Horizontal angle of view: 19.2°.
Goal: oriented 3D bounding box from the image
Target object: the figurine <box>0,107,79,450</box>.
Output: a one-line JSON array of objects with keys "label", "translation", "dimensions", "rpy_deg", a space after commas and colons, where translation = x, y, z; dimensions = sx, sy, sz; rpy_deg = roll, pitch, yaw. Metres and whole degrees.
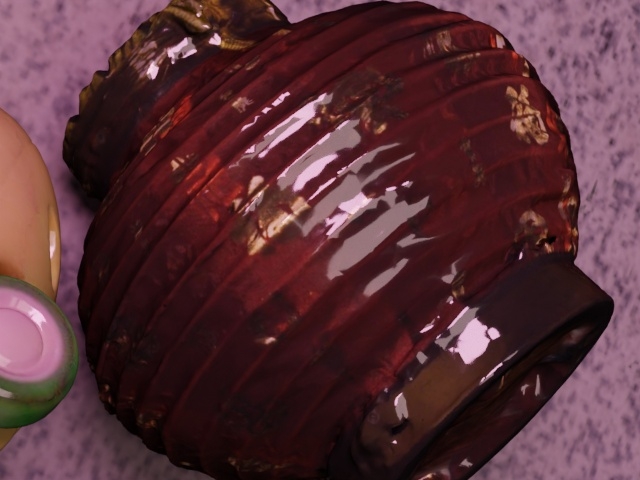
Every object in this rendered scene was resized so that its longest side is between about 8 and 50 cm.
[{"label": "figurine", "translation": [-0.227, 0.016, 0.682], "dimensions": [0.324, 0.124, 0.222], "rpy_deg": [-21, 75, -47]}]

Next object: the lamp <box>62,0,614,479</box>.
[{"label": "lamp", "translation": [0.000, 0.000, 0.806], "dimensions": [0.247, 0.247, 0.247], "rpy_deg": [0, 90, -32]}]
